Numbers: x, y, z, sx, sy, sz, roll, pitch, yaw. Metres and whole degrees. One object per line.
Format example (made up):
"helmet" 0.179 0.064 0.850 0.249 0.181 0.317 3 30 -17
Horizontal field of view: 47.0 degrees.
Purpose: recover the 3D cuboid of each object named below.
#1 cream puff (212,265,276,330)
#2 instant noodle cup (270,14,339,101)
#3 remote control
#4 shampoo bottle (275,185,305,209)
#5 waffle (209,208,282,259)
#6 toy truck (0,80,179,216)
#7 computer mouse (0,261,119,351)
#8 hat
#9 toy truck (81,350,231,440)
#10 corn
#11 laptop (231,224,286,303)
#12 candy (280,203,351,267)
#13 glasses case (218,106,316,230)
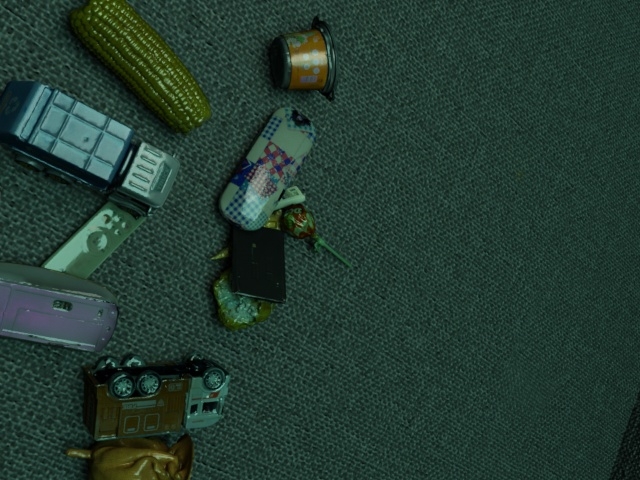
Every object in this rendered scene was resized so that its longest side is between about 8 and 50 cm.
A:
"cream puff" -0.185 0.137 1.720 0.121 0.156 0.156 -22 112 -78
"instant noodle cup" -0.045 -0.426 1.752 0.126 0.177 0.208 -10 68 -18
"remote control" -0.465 -0.013 1.562 0.309 0.038 0.090 -48 117 -22
"shampoo bottle" -0.108 -0.096 1.794 0.141 0.049 0.034 -20 148 -28
"waffle" -0.179 -0.017 1.756 0.191 0.032 0.125 0 94 -35
"toy truck" -0.462 -0.177 1.459 0.367 0.175 0.146 26 76 -24
"computer mouse" -0.561 0.136 1.464 0.310 0.072 0.158 16 105 -26
"hat" -0.420 0.480 1.539 0.233 0.244 0.233 26 70 -18
"toy truck" -0.356 0.342 1.603 0.305 0.136 0.162 2 99 -32
"corn" -0.369 -0.369 1.552 0.344 0.131 0.131 48 68 -28
"laptop" -0.142 0.048 1.703 0.135 0.016 0.197 13 54 -26
"candy" -0.001 0.000 1.854 0.078 0.084 0.288 -37 137 13
"glasses case" -0.124 -0.172 1.746 0.125 0.076 0.327 33 70 -11
